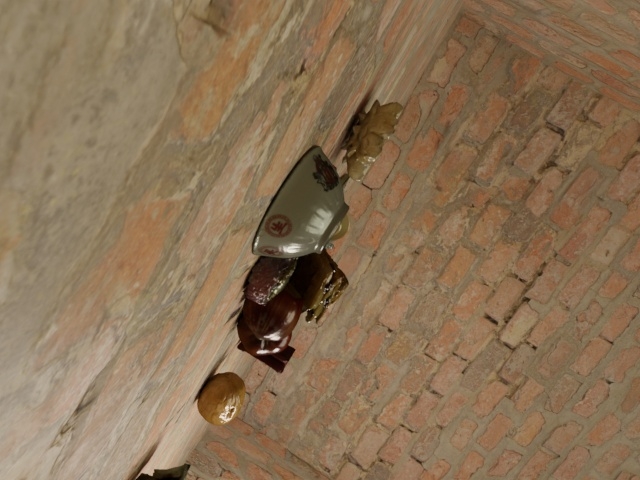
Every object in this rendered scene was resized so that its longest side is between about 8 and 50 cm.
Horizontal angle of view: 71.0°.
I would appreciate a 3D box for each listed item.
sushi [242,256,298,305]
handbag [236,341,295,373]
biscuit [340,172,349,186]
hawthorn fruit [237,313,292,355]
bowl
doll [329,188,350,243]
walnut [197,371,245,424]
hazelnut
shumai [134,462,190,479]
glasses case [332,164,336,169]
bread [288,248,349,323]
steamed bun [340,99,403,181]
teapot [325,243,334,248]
[{"bbox_3d":[-0.142,0.094,1.390,0.241,0.107,0.161,-57,180,-36],"label":"sushi"},{"bbox_3d":[-0.258,0.525,2.203,0.084,0.260,0.275,-61,178,3],"label":"handbag"},{"bbox_3d":[0.094,-0.260,2.213,0.121,0.040,0.199,-63,177,24],"label":"biscuit"},{"bbox_3d":[-0.204,0.330,1.702,0.208,0.208,0.248,-58,178,-4],"label":"hawthorn fruit"},{"bbox_3d":[-0.027,-0.065,1.186,0.337,0.157,0.337,-57,177,-5],"label":"bowl"},{"bbox_3d":[0.042,-0.120,1.754,0.208,0.144,0.271,119,-16,-64],"label":"doll"},{"bbox_3d":[-0.407,0.647,1.848,0.193,0.193,0.226,-53,164,-57],"label":"walnut"},{"bbox_3d":[-0.164,0.230,1.516,0.181,0.212,0.181,-47,-151,9],"label":"hazelnut"},{"bbox_3d":[-0.512,0.911,1.468,0.288,0.292,0.330,-46,-149,-11],"label":"shumai"},{"bbox_3d":[-0.017,-0.153,1.391,0.194,0.049,0.073,-61,-161,-12],"label":"glasses case"},{"bbox_3d":[-0.046,0.170,1.736,0.370,0.191,0.314,-62,-141,27],"label":"bread"},{"bbox_3d":[0.155,-0.346,1.544,0.292,0.137,0.295,-63,-175,0],"label":"steamed bun"},{"bbox_3d":[0.000,0.000,2.241,0.232,0.159,0.159,-57,176,-25],"label":"teapot"}]
